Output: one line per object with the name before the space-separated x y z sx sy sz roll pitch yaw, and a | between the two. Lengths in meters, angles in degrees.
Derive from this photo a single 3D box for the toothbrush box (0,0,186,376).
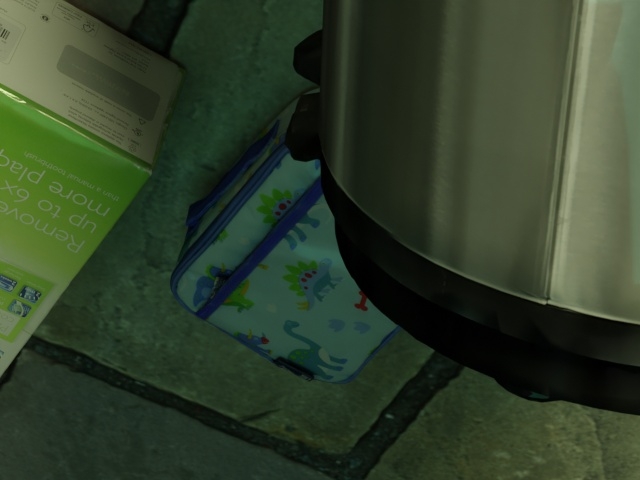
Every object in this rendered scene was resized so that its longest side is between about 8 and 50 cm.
toothbrush box | -0.259 -0.050 1.139 0.206 0.122 0.283 29 133 -16

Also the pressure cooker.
pressure cooker | 0.174 -0.111 0.787 0.375 0.370 0.420 -3 120 -9

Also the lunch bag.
lunch bag | 0.000 0.000 1.162 0.176 0.090 0.219 33 129 -16
